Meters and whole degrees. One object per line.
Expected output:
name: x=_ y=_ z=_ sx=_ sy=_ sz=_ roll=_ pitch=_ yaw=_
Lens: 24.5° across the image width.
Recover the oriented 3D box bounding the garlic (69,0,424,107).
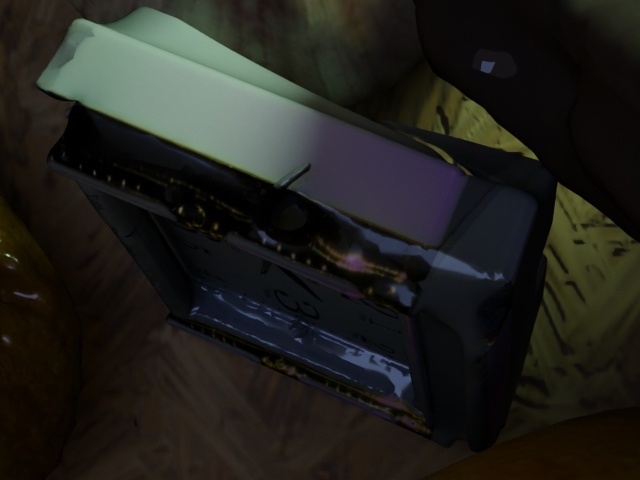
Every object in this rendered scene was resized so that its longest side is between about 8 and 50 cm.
garlic: x=-0.028 y=-0.167 z=0.618 sx=0.245 sy=0.253 sz=0.245 roll=2 pitch=99 yaw=14

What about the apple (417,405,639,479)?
apple: x=0.082 y=0.231 z=0.512 sx=0.400 sy=0.400 sz=0.333 roll=-45 pitch=74 yaw=9

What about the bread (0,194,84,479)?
bread: x=-0.243 y=0.051 z=0.684 sx=0.227 sy=0.142 sz=0.253 roll=-30 pitch=82 yaw=-31

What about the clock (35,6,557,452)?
clock: x=0.000 y=0.000 z=0.612 sx=0.186 sy=0.253 sz=0.083 roll=22 pitch=75 yaw=13

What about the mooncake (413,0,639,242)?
mooncake: x=0.206 y=-0.049 z=0.485 sx=0.381 sy=0.350 sz=0.212 roll=38 pitch=102 yaw=-5
